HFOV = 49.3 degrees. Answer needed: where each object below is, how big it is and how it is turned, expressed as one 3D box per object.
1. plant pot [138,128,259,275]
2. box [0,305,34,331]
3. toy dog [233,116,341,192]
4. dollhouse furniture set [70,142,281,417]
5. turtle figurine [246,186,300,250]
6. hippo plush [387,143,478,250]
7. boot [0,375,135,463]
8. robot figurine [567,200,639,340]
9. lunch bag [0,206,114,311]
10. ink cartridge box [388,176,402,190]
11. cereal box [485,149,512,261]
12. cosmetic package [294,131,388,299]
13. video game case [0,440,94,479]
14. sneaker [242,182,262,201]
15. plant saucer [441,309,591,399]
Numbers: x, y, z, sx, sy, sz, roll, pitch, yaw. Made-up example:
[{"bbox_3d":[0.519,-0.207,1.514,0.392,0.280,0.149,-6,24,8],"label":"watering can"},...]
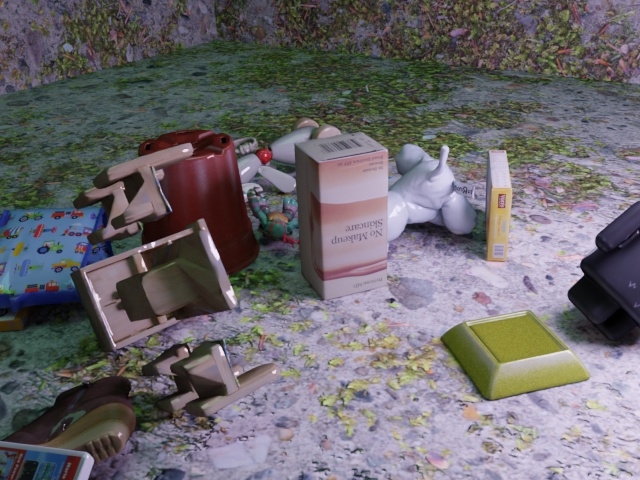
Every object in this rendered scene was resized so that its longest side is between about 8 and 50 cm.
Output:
[{"bbox_3d":[-0.277,-0.089,1.526,0.272,0.265,0.272,-2,26,1],"label":"plant pot"},{"bbox_3d":[-0.637,0.147,1.353,0.136,0.028,0.081,-6,26,-2],"label":"box"},{"bbox_3d":[-0.092,-0.214,1.940,0.333,0.161,0.220,-18,30,2],"label":"toy dog"},{"bbox_3d":[-0.219,0.059,1.151,0.256,0.362,0.394,-24,4,-33],"label":"dollhouse furniture set"},{"bbox_3d":[-0.098,-0.057,1.608,0.175,0.118,0.234,23,7,-13],"label":"turtle figurine"},{"bbox_3d":[0.201,-0.061,1.558,0.236,0.234,0.294,-37,15,-1],"label":"hippo plush"},{"bbox_3d":[-0.396,0.286,1.026,0.248,0.090,0.207,-14,14,-12],"label":"boot"},{"bbox_3d":[0.571,0.045,1.205,0.173,0.278,0.209,51,12,24],"label":"robot figurine"},{"bbox_3d":[-0.567,0.050,1.414,0.220,0.138,0.293,-2,26,-1],"label":"lunch bag"},{"bbox_3d":[0.180,-0.118,1.780,0.088,0.052,0.122,3,26,12],"label":"ink cartridge box"},{"bbox_3d":[0.394,-0.083,1.557,0.047,0.173,0.240,1,26,11],"label":"cereal box"},{"bbox_3d":[0.043,-0.049,1.384,0.153,0.296,0.129,-14,30,-18],"label":"cosmetic package"},{"bbox_3d":[-0.442,0.343,0.847,0.285,0.025,0.204,3,54,12],"label":"video game case"},{"bbox_3d":[-0.218,-0.099,1.790,0.161,0.057,0.075,-13,45,-22],"label":"sneaker"},{"bbox_3d":[0.327,0.179,1.179,0.188,0.045,0.188,-9,27,-12],"label":"plant saucer"}]
